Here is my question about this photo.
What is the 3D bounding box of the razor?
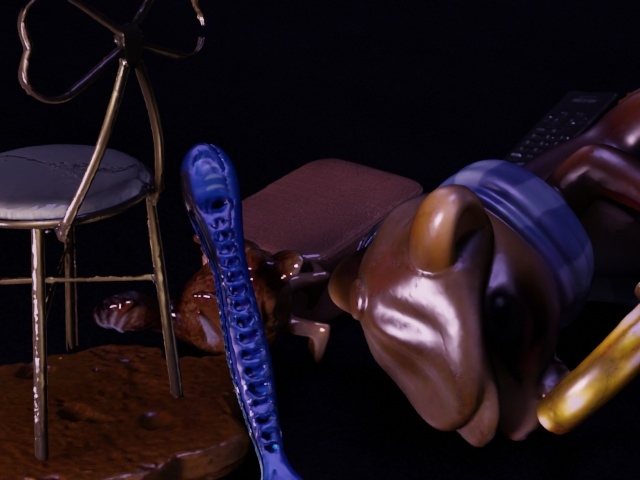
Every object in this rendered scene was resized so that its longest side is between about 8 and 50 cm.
[{"bbox_3d":[-0.052,0.076,1.149,0.093,0.056,0.324,-10,61,-13],"label":"razor"}]

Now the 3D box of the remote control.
[{"bbox_3d":[0.193,-0.067,1.509,0.063,0.025,0.245,3,38,47],"label":"remote control"}]

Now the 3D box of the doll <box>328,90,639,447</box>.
[{"bbox_3d":[0.181,0.026,1.241,0.340,0.209,0.318,-23,-1,-39],"label":"doll"}]

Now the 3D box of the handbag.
[{"bbox_3d":[0.000,0.000,1.422,0.151,0.072,0.193,17,30,35],"label":"handbag"}]

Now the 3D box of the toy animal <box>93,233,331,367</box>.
[{"bbox_3d":[-0.077,0.042,1.255,0.179,0.188,0.089,3,68,-15],"label":"toy animal"}]

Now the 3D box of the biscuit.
[{"bbox_3d":[-0.168,0.138,1.182,0.290,0.041,0.208,-13,26,-30],"label":"biscuit"}]

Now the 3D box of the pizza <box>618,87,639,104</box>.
[{"bbox_3d":[0.294,-0.087,1.585,0.147,0.069,0.226,-17,17,22],"label":"pizza"}]

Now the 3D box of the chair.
[{"bbox_3d":[-0.177,-0.033,1.118,0.170,0.325,0.160,20,30,40],"label":"chair"}]
